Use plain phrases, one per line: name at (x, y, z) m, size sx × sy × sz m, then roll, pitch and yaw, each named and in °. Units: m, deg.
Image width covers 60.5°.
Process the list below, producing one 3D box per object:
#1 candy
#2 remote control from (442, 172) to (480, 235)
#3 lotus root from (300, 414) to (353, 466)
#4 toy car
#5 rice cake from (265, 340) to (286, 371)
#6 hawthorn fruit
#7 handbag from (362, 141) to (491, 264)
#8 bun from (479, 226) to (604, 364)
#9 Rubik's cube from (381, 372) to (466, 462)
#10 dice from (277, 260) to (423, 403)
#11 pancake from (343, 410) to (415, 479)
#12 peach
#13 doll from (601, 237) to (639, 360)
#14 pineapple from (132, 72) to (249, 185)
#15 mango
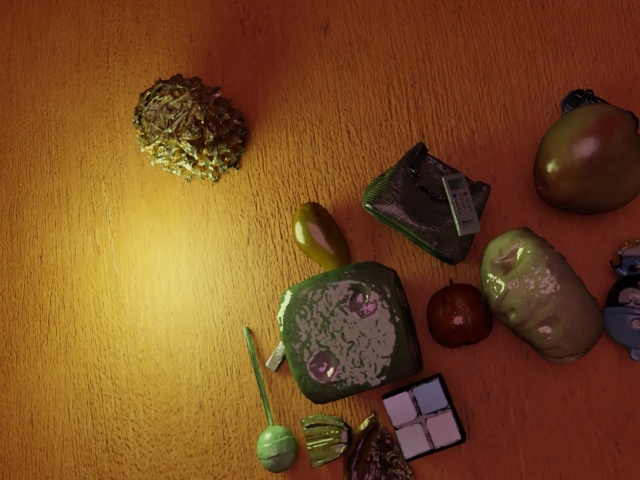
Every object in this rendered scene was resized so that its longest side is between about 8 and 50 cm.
candy at (-0.170, 0.464, 1.642) m, size 0.119 × 0.119 × 0.440 m, roll -22°, pitch 68°, yaw 10°
remote control at (0.361, -0.093, 1.415) m, size 0.061 × 0.029 × 0.162 m, roll -10°, pitch 76°, yaw -12°
lotus root at (0.027, 0.568, 1.573) m, size 0.144 × 0.070 × 0.143 m, roll -15°, pitch 72°, yaw 21°
toy car at (0.785, -0.348, 1.555) m, size 0.216 × 0.063 × 0.103 m, roll 38°, pitch 91°, yaw 22°
rice cake at (-0.100, 0.308, 1.679) m, size 0.047 × 0.036 × 0.207 m, roll 32°, pitch 89°, yaw 16°
hawthorn fruit at (0.376, 0.191, 1.504) m, size 0.179 × 0.179 × 0.201 m, roll -10°, pitch 67°, yaw 13°
handbag at (0.301, -0.104, 1.539) m, size 0.340 × 0.247 × 0.240 m, roll 33°, pitch 90°, yaw 5°
bun at (0.536, 0.147, 1.384) m, size 0.211 × 0.359 × 0.360 m, roll -38°, pitch 72°, yaw 8°
Rubik's cube at (0.278, 0.468, 1.469) m, size 0.167 × 0.183 × 0.180 m, roll -23°, pitch 72°, yaw 8°
dice at (0.088, 0.249, 1.491) m, size 0.330 × 0.322 × 0.319 m, roll -20°, pitch 75°, yaw 12°
pancake at (0.136, 0.642, 1.538) m, size 0.212 × 0.056 × 0.258 m, roll -32°, pitch 73°, yaw 7°
peach at (0.704, -0.203, 1.438) m, size 0.292 × 0.292 × 0.247 m, roll -47°, pitch 30°, yaw 2°
doll at (0.822, 0.152, 1.407) m, size 0.177 × 0.141 × 0.314 m, roll 6°, pitch 78°, yaw 19°
pineapple at (-0.419, -0.360, 1.769) m, size 0.352 × 0.300 × 0.353 m, roll -1°, pitch 85°, yaw 14°
mango at (0.000, 0.000, 1.675) m, size 0.138 × 0.113 × 0.253 m, roll -33°, pitch 80°, yaw 3°
